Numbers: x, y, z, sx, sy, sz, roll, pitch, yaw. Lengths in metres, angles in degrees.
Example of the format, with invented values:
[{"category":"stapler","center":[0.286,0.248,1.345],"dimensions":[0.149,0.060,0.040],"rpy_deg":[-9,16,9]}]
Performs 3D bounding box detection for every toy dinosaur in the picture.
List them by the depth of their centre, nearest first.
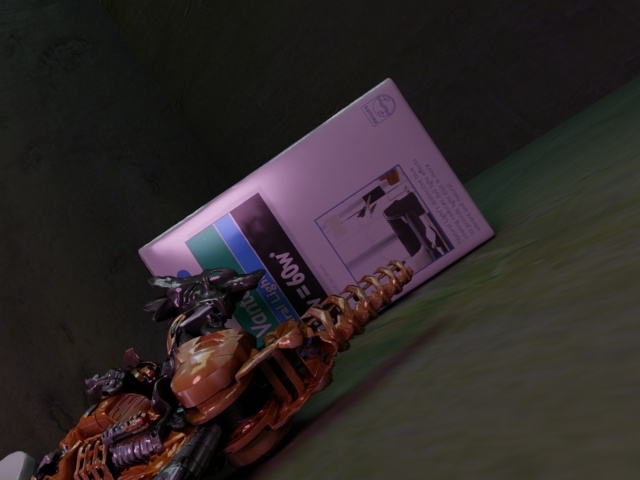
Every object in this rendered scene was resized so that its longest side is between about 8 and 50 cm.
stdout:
[{"category":"toy dinosaur","center":[-0.074,0.120,0.389],"dimensions":[0.322,0.164,0.218],"rpy_deg":[-11,12,-4]}]

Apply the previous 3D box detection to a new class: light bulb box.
[{"category":"light bulb box","center":[0.000,0.000,0.731],"dimensions":[0.361,0.225,0.358],"rpy_deg":[-34,-1,3]}]

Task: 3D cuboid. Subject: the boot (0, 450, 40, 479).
[{"category":"boot","center":[-0.294,0.299,0.468],"dimensions":[0.069,0.086,0.190],"rpy_deg":[-26,27,3]}]
